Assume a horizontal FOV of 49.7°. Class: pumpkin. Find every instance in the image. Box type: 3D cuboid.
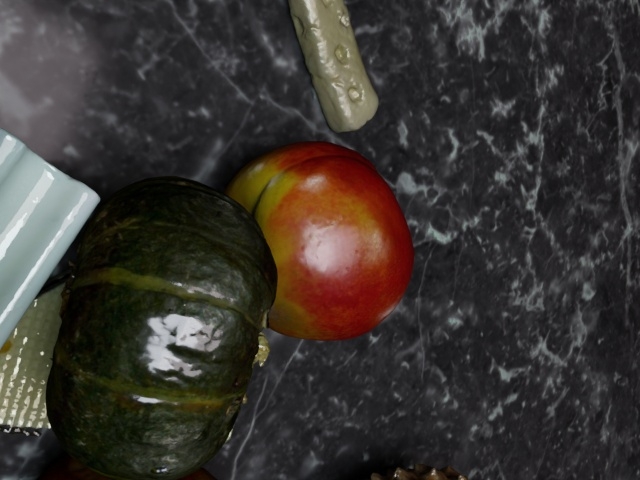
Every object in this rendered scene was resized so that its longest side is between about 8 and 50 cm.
[{"bbox_3d":[-0.112,0.062,0.509,0.157,0.224,0.223,17,86,-12],"label":"pumpkin"}]

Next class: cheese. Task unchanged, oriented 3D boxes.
[{"bbox_3d":[0.009,-0.207,0.729,0.065,0.043,0.194,-34,119,-24],"label":"cheese"}]

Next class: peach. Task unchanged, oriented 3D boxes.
[{"bbox_3d":[0.000,0.000,0.663,0.192,0.190,0.190,1,97,-46],"label":"peach"}]

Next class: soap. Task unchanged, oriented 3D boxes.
[{"bbox_3d":[-0.279,0.051,0.467,0.087,0.160,0.265,40,72,-36],"label":"soap"}]

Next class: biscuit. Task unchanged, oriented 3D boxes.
[{"bbox_3d":[-0.177,0.102,0.625,0.252,0.052,0.150,17,81,-39],"label":"biscuit"}]

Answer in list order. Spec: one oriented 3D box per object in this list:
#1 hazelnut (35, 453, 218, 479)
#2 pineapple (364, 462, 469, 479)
[{"bbox_3d":[-0.155,0.267,0.586,0.204,0.178,0.178,32,77,-33],"label":"hazelnut"},{"bbox_3d":[0.034,0.366,0.735,0.357,0.223,0.222,3,96,-38],"label":"pineapple"}]
